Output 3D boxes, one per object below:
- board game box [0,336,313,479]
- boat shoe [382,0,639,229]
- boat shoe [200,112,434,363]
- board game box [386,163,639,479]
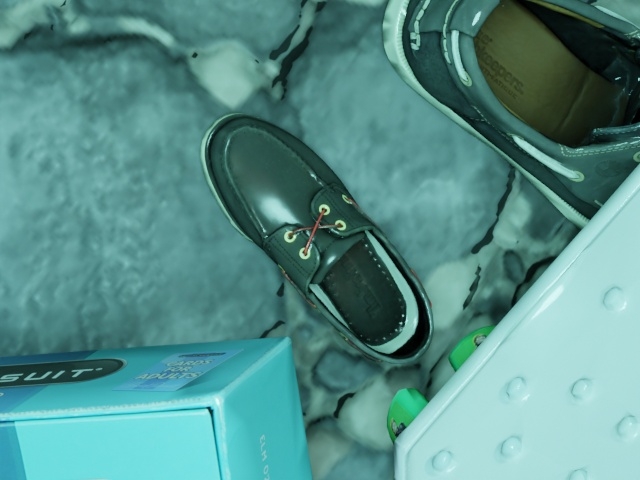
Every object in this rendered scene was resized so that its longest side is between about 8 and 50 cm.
[{"bbox_3d":[-0.113,0.212,0.683,0.253,0.079,0.336,-5,101,19],"label":"board game box"},{"bbox_3d":[0.136,-0.047,0.833,0.233,0.079,0.084,29,82,-25],"label":"boat shoe"},{"bbox_3d":[0.001,-0.001,0.802,0.049,0.042,0.133,-43,109,-10],"label":"boat shoe"},{"bbox_3d":[0.276,0.048,0.855,0.390,0.050,0.390,40,94,-28],"label":"board game box"}]
